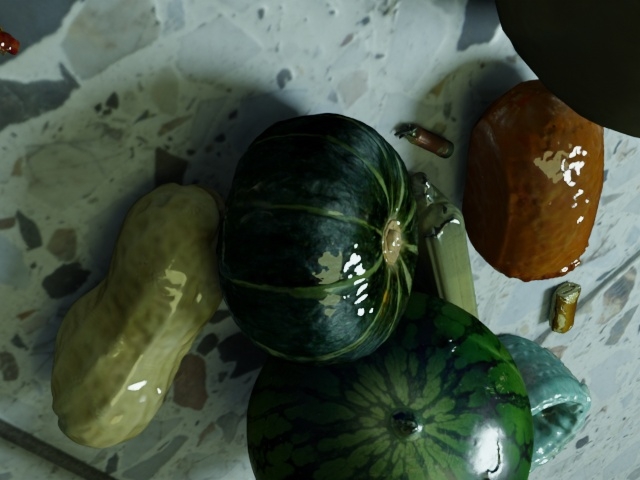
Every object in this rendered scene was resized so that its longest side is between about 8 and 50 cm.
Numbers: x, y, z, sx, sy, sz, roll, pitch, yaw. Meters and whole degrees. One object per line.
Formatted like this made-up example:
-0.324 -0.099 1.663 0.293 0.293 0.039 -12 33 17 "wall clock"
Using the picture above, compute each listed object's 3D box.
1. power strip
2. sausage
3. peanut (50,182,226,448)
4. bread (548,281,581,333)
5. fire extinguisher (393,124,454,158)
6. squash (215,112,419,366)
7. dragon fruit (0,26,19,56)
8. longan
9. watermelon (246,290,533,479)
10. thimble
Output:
0.148 0.052 1.283 0.066 0.092 0.387 -33 140 -13 "power strip"
0.252 -0.069 1.205 0.141 0.153 0.268 -21 136 -15 "sausage"
-0.178 0.074 1.021 0.130 0.130 0.290 21 105 -47 "peanut"
0.370 0.102 1.551 0.047 0.036 0.083 -33 141 -30 "bread"
0.118 -0.113 1.163 0.028 0.022 0.083 -28 151 35 "fire extinguisher"
0.000 0.000 1.004 0.252 0.165 0.252 4 90 -65 "squash"
-0.306 -0.153 0.746 0.094 0.094 0.190 -52 156 13 "dragon fruit"
0.337 -0.252 0.954 0.361 0.361 0.361 -22 137 -22 "longan"
0.083 0.220 1.190 0.363 0.363 0.363 -22 137 -22 "watermelon"
0.291 0.249 1.541 0.235 0.143 0.198 -24 138 -22 "thimble"
